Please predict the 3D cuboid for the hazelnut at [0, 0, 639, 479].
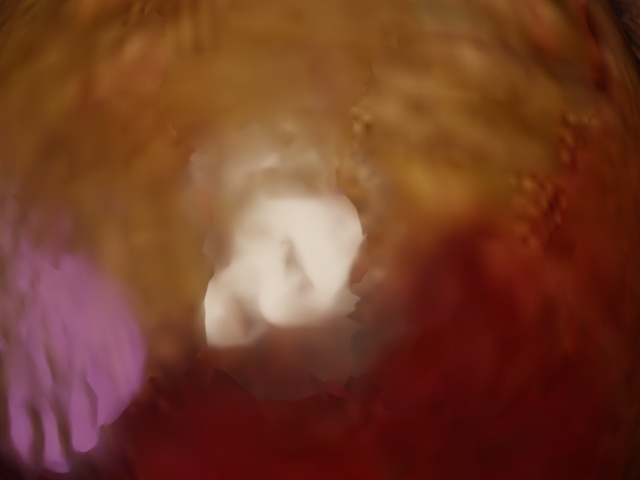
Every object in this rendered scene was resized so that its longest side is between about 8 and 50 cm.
[{"bbox_3d":[0.000,0.000,0.909,0.421,0.353,0.421,58,178,3],"label":"hazelnut"}]
